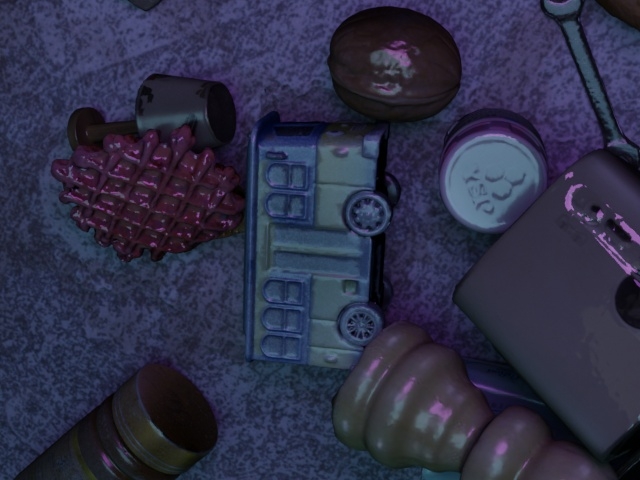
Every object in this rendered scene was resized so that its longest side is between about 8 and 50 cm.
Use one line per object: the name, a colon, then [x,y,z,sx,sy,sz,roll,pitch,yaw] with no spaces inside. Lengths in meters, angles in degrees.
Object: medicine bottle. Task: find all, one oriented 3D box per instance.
medicine bottle: [-0.311,0.329,1.400,0.322,0.151,0.151,-40,95,18]
medicine bottle: [0.208,-0.086,1.182,0.135,0.168,0.135,3,106,11]

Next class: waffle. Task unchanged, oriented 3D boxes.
waffle: [-0.213,-0.055,1.247,0.234,0.055,0.221,-13,137,13]

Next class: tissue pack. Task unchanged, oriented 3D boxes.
tissue pack: [0.277,0.263,1.307,0.264,0.089,0.177,11,105,7]

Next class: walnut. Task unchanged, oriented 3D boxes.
walnut: [0.089,-0.213,1.188,0.162,0.140,0.140,2,106,-1]

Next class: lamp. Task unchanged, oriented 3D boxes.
lamp: [-0.221,-0.154,1.273,0.215,0.121,0.121,-4,105,25]

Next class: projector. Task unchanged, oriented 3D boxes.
projector: [0.339,0.075,1.116,0.248,0.248,0.249,-48,65,18]

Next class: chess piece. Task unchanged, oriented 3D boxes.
chess piece: [0.191,0.246,1.150,0.330,0.182,0.182,30,111,30]

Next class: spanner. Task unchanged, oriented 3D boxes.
spanner: [0.335,-0.198,1.207,0.054,0.015,0.254,-22,100,15]

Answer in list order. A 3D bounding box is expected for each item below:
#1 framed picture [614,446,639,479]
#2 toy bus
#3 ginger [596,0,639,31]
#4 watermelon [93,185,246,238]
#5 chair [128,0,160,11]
framed picture: [0.476,0.230,1.201,0.338,0.255,0.014,-50,53,19]
toy bus: [0.000,0.000,1.254,0.190,0.152,0.312,5,107,9]
ginger: [0.344,-0.361,1.091,0.152,0.138,0.267,-8,104,57]
watermelon: [-0.201,-0.047,1.332,0.245,0.063,0.119,-5,124,8]
chair: [-0.325,-0.437,1.210,0.160,0.319,0.186,-56,46,17]
